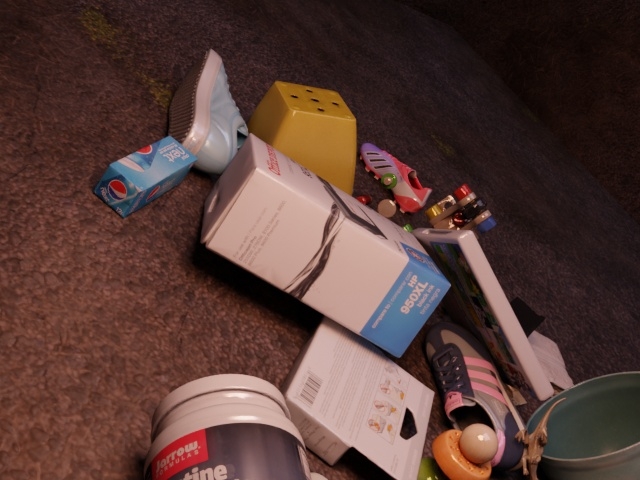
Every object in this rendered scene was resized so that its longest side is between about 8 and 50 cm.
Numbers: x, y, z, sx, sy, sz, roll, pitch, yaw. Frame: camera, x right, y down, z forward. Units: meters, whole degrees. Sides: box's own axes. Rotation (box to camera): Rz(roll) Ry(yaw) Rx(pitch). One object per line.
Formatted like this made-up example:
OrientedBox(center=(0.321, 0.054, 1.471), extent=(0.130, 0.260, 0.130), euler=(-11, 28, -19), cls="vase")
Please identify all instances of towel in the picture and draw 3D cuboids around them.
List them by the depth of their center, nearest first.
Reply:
OrientedBox(center=(0.457, 0.248, 1.826), extent=(0.282, 0.049, 0.187), euler=(28, 30, -21), cls="towel")

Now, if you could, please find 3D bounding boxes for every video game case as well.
OrientedBox(center=(0.294, 0.126, 1.528), extent=(0.329, 0.036, 0.300), euler=(62, -8, -7), cls="video game case")

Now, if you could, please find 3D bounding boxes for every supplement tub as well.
OrientedBox(center=(-0.098, 0.307, 0.900), extent=(0.191, 0.191, 0.272), euler=(21, 33, -31), cls="supplement tub")

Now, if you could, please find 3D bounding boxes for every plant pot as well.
OrientedBox(center=(0.558, 0.405, 1.511), extent=(0.196, 0.293, 0.293), euler=(64, 26, -10), cls="plant pot")
OrientedBox(center=(-0.038, -0.206, 1.659), extent=(0.212, 0.187, 0.212), euler=(5, 32, -22), cls="plant pot")

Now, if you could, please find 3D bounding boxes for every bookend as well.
OrientedBox(center=(0.380, 0.161, 1.737), extent=(0.157, 0.072, 0.156), euler=(44, 33, 15), cls="bookend")

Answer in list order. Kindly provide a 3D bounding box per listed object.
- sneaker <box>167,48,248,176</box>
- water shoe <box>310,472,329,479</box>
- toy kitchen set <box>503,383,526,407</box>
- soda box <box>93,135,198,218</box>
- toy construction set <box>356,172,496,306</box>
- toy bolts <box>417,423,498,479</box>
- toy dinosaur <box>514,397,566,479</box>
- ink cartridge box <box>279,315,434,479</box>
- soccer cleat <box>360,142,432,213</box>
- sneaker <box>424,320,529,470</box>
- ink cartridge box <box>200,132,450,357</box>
OrientedBox(center=(-0.222, -0.253, 1.666), extent=(0.150, 0.135, 0.366), euler=(34, 35, -28), cls="sneaker")
OrientedBox(center=(0.024, 0.404, 1.061), extent=(0.080, 0.073, 0.203), euler=(-29, 66, -38), cls="water shoe")
OrientedBox(center=(0.377, 0.297, 1.631), extent=(0.075, 0.068, 0.083), euler=(3, 44, -49), cls="toy kitchen set")
OrientedBox(center=(-0.301, -0.115, 1.410), extent=(0.071, 0.067, 0.210), euler=(40, 27, 1), cls="soda box")
OrientedBox(center=(0.237, -0.037, 1.845), extent=(0.308, 0.257, 0.237), euler=(31, 10, 6), cls="toy construction set")
OrientedBox(center=(0.257, 0.409, 1.218), extent=(0.228, 0.158, 0.218), euler=(36, 28, -8), cls="toy bolts")
OrientedBox(center=(0.379, 0.351, 1.414), extent=(0.053, 0.183, 0.092), euler=(8, -18, 31), cls="toy dinosaur")
OrientedBox(center=(0.060, 0.262, 1.305), extent=(0.239, 0.060, 0.275), euler=(39, 27, -3), cls="ink cartridge box")
OrientedBox(center=(0.193, -0.176, 2.076), extent=(0.083, 0.095, 0.248), euler=(4, 45, -49), cls="soccer cleat")
OrientedBox(center=(0.265, 0.273, 1.483), extent=(0.131, 0.112, 0.319), euler=(14, 36, -44), cls="sneaker")
OrientedBox(center=(0.000, 0.000, 1.437), extent=(0.394, 0.166, 0.285), euler=(31, 12, -16), cls="ink cartridge box")
